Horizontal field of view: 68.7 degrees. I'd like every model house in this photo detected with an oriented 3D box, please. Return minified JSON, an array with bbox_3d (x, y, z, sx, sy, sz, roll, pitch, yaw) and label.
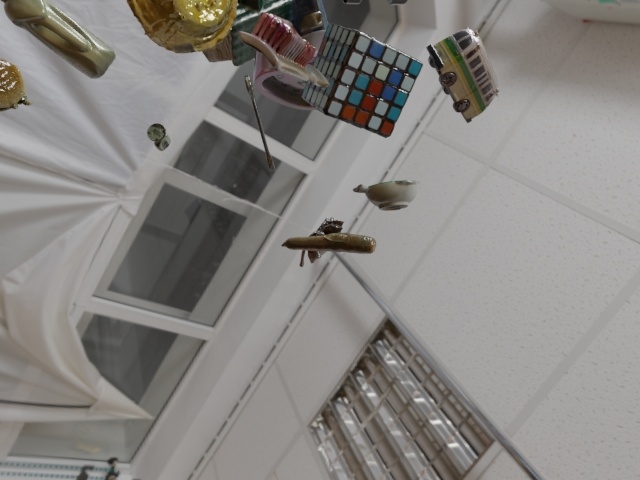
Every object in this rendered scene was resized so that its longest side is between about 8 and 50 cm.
[{"bbox_3d":[-0.200,-0.836,1.622,0.445,0.396,0.399,-33,-143,-22],"label":"model house"}]

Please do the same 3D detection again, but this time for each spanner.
[{"bbox_3d":[-0.140,-0.267,1.090,0.015,0.255,0.054,-14,-134,-2],"label":"spanner"}]

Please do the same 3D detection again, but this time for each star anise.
[{"bbox_3d":[-0.001,0.000,1.775,0.231,0.089,0.209,-49,-175,-16],"label":"star anise"}]

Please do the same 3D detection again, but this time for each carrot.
[{"bbox_3d":[0.020,0.008,1.574,0.341,0.070,0.070,1,-112,22],"label":"carrot"}]

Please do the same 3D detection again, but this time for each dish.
[{"bbox_3d":[0.239,-0.150,1.637,0.224,0.245,0.078,155,-68,-73],"label":"dish"}]

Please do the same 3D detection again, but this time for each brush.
[{"bbox_3d":[-0.028,-0.253,0.645,0.050,0.060,0.321,-53,180,17],"label":"brush"}]

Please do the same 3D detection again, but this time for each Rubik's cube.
[{"bbox_3d":[0.088,-0.365,1.076,0.187,0.182,0.184,-65,-150,20],"label":"Rubik's cube"}]

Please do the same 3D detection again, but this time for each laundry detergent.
[{"bbox_3d":[-0.603,-0.481,1.061,0.091,0.253,0.181,-56,-142,-2],"label":"laundry detergent"}]

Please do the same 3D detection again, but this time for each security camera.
[{"bbox_3d":[-0.459,-0.294,1.354,0.092,0.058,0.058,81,26,-79],"label":"security camera"}]

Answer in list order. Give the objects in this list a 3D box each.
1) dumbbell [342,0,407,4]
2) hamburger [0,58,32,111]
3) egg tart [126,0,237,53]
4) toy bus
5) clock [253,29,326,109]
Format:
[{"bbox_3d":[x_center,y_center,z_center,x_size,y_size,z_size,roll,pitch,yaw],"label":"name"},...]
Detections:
[{"bbox_3d":[0.182,-0.858,1.537,0.152,0.217,0.153,176,-90,-80],"label":"dumbbell"},{"bbox_3d":[-0.974,-0.467,1.427,0.131,0.184,0.160,-9,-117,37],"label":"hamburger"},{"bbox_3d":[-0.294,-0.565,1.052,0.115,0.290,0.291,25,-89,40],"label":"egg tart"},{"bbox_3d":[0.516,-0.584,1.661,0.178,0.305,0.143,-29,-131,20],"label":"toy bus"},{"bbox_3d":[-0.023,-0.490,1.359,0.338,0.338,0.102,-7,-100,52],"label":"clock"}]
